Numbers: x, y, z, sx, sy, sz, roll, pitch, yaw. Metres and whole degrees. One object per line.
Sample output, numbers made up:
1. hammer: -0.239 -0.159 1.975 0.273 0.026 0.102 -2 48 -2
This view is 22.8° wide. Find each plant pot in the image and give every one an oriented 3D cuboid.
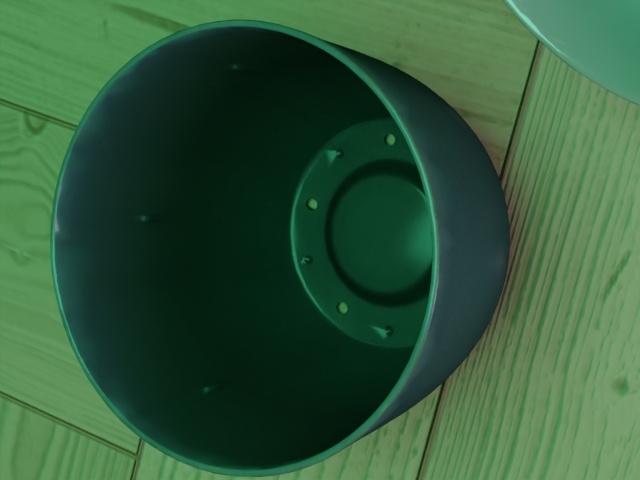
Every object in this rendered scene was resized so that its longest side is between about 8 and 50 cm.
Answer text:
1. plant pot: 0.000 0.000 1.111 0.293 0.235 0.293 2 94 30

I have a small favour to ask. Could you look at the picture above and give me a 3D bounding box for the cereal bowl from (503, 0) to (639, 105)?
1. cereal bowl: 0.221 -0.242 0.882 0.339 0.141 0.339 34 141 33
